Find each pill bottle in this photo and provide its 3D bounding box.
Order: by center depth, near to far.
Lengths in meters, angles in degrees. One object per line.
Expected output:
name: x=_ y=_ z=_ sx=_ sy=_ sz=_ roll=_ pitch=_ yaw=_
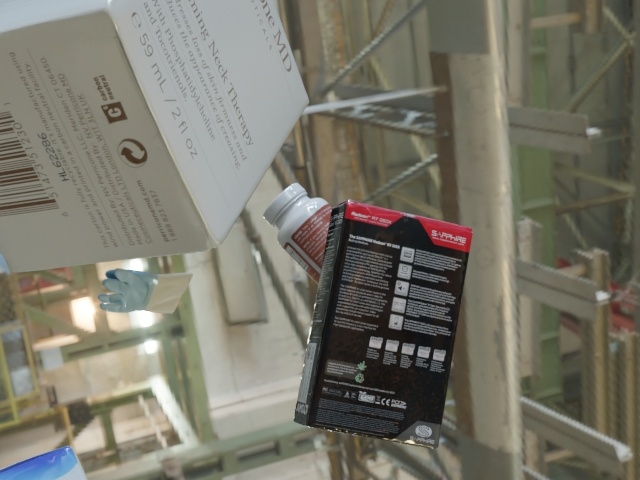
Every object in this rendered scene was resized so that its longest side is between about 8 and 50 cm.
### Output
pill bottle: x=0.000 y=0.000 z=1.787 sx=0.216 sy=0.121 sz=0.121 roll=46 pitch=-23 yaw=7

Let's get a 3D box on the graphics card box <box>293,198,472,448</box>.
graphics card box: x=0.105 y=0.139 z=1.585 sx=0.094 sy=0.233 sz=0.371 roll=161 pitch=-60 yaw=-72

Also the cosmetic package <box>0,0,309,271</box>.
cosmetic package: x=-0.262 y=-0.210 z=1.295 sx=0.393 sy=0.327 sz=0.329 roll=-64 pitch=140 yaw=-51

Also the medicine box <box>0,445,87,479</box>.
medicine box: x=-0.299 y=0.414 z=1.089 sx=0.289 sy=0.149 sz=0.263 roll=63 pitch=-23 yaw=18

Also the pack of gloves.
pack of gloves: x=-0.272 y=0.024 z=1.568 sx=0.046 sy=0.232 sz=0.195 roll=30 pitch=-82 yaw=22
